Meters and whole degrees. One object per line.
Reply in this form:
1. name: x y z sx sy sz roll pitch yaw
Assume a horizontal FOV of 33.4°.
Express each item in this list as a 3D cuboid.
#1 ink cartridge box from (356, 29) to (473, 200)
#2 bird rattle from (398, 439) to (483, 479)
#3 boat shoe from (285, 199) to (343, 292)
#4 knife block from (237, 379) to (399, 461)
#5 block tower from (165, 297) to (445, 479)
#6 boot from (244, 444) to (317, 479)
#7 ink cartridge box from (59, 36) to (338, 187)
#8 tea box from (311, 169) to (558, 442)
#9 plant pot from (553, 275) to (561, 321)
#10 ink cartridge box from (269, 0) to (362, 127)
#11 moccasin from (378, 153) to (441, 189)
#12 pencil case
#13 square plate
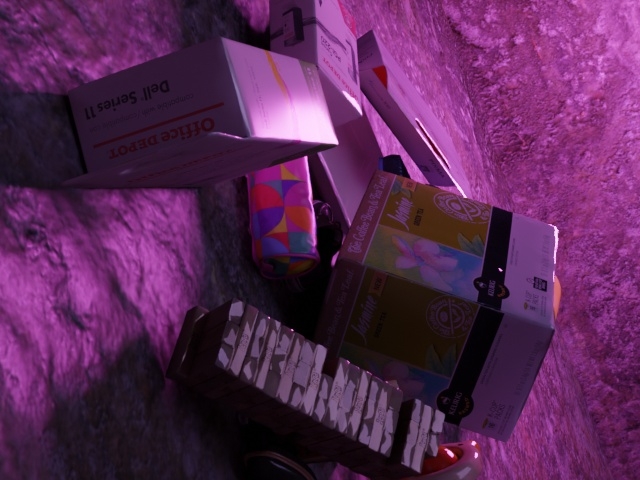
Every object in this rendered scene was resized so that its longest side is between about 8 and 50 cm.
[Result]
1. ink cartridge box: 0.168 -0.220 2.078 0.308 0.091 0.385 51 16 -23
2. bird rattle: 0.138 0.347 1.592 0.253 0.207 0.143 1 71 -73
3. boat shoe: 0.000 0.000 1.676 0.080 0.076 0.228 65 22 -21
4. knife block: -0.018 0.257 1.452 0.275 0.242 0.088 140 -58 -63
5. block tower: -0.011 0.184 1.261 0.335 0.097 0.091 30 56 -22
6. boot: -0.043 0.357 1.302 0.198 0.077 0.137 58 30 -33
7. ink cartridge box: -0.141 -0.141 1.232 0.353 0.207 0.119 -9 84 -70
8. tea box: 0.179 0.088 1.650 0.329 0.323 0.220 -66 172 -61
9. plant pot: 0.375 0.183 2.304 0.254 0.254 0.239 56 43 -39
10. ink cartridge box: -0.009 -0.310 1.743 0.158 0.092 0.218 42 39 -49
11. moccasin: 0.196 -0.043 2.093 0.342 0.116 0.138 65 23 -46
12. pencil case: -0.062 -0.063 1.544 0.104 0.104 0.236 36 40 -59
13. square plate: 0.012 -0.215 1.916 0.344 0.049 0.347 64 22 -22
